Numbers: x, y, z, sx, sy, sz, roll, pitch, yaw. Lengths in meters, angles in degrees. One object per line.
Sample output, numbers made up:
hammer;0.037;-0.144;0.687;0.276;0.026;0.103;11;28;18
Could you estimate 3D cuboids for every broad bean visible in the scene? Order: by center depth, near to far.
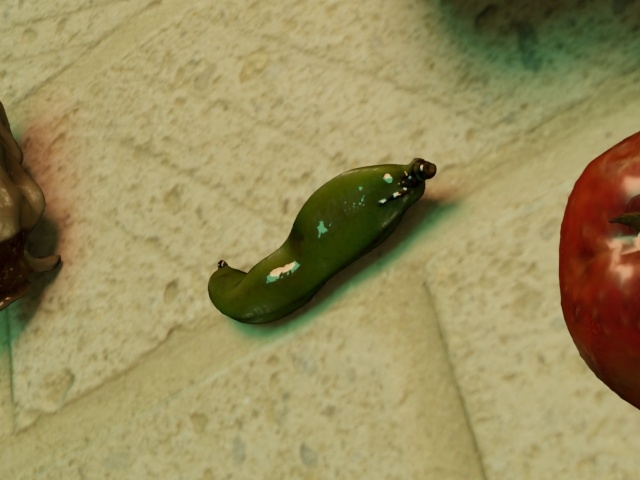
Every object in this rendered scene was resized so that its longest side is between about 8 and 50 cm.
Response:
broad bean;0.000;0.000;0.929;0.213;0.048;0.070;-31;53;29

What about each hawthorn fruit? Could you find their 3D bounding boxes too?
hawthorn fruit;0.198;0.007;0.656;0.179;0.200;0.179;-22;57;38

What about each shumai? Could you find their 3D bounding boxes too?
shumai;-0.298;-0.037;1.148;0.185;0.184;0.218;25;71;9
